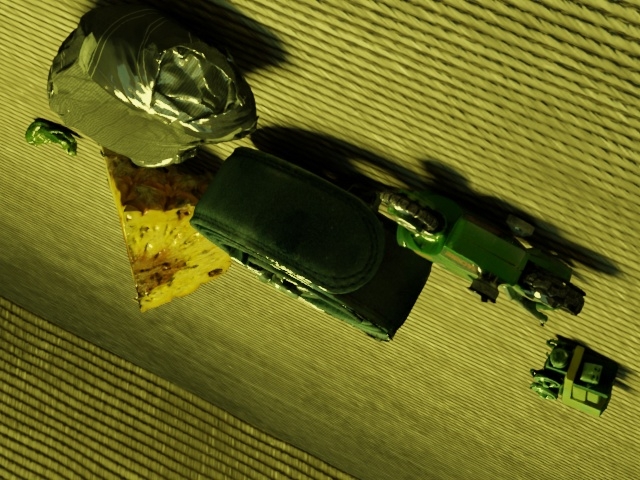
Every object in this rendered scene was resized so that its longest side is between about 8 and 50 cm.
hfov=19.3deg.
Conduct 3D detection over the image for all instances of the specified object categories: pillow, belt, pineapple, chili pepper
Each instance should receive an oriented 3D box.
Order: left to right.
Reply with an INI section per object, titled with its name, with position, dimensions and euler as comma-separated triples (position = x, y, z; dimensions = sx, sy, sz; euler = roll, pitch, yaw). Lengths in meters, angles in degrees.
[chili pepper]
position = -0.305, -0.119, 2.135
dimensions = 0.030, 0.034, 0.091
euler = -5, -166, -43
[pillow]
position = -0.144, -0.125, 1.562
dimensions = 0.161, 0.092, 0.335
euler = 26, 168, -12
[pineapple]
position = -0.154, -0.044, 1.969
dimensions = 0.250, 0.140, 0.164
euler = 85, 166, -58
[belt]
position = 0.000, 0.000, 1.678
dimensions = 0.206, 0.116, 0.267
euler = 33, 174, -25

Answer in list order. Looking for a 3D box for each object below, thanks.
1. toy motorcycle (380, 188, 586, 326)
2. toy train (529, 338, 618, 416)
[toy motorcycle]
position = 0.129, 0.010, 1.551
dimensions = 0.190, 0.074, 0.106
euler = 29, 178, -4
[toy train]
position = 0.248, 0.136, 1.842
dimensions = 0.081, 0.050, 0.122
euler = 22, 166, 11
